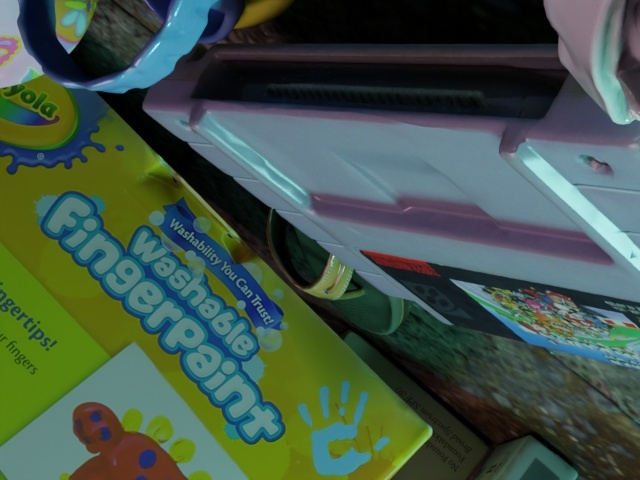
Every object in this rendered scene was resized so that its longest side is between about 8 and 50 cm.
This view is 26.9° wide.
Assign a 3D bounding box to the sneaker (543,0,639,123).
[{"bbox_3d":[0.117,-0.046,0.373,0.365,0.210,0.137,30,158,24],"label":"sneaker"}]

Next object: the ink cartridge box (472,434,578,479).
[{"bbox_3d":[0.098,0.256,1.085,0.066,0.189,0.232,41,161,-3],"label":"ink cartridge box"}]

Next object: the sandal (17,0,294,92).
[{"bbox_3d":[-0.091,-0.173,0.581,0.126,0.138,0.317,31,157,27],"label":"sandal"}]

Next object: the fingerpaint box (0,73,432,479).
[{"bbox_3d":[-0.209,0.114,0.957,0.445,0.371,0.163,44,167,9],"label":"fingerpaint box"}]

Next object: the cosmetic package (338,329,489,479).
[{"bbox_3d":[-0.023,0.243,1.090,0.160,0.309,0.113,39,161,-2],"label":"cosmetic package"}]

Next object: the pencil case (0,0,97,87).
[{"bbox_3d":[-0.215,-0.207,0.736,0.124,0.124,0.284,30,161,23],"label":"pencil case"}]

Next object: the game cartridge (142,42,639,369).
[{"bbox_3d":[0.086,-0.012,0.663,0.230,0.068,0.355,42,162,-33],"label":"game cartridge"}]

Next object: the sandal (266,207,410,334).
[{"bbox_3d":[0.000,0.000,0.897,0.090,0.060,0.219,28,157,29],"label":"sandal"}]
